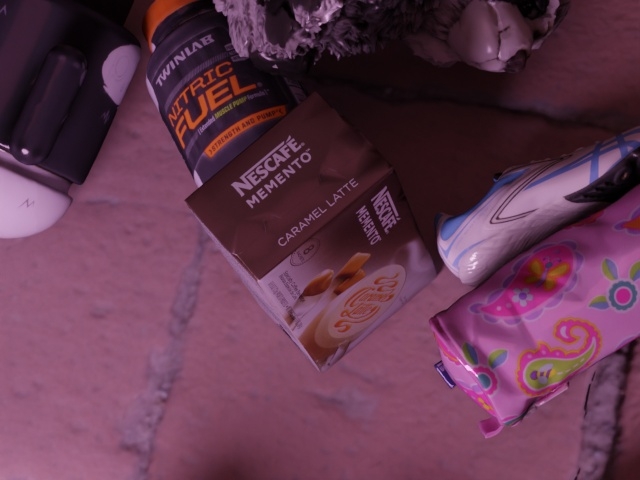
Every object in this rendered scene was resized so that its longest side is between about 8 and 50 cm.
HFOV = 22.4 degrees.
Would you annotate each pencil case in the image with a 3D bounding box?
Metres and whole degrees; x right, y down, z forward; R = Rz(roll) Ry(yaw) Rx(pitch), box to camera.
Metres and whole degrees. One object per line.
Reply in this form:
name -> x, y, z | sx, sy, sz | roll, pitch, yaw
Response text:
pencil case -> 0.227, 0.044, 1.348 | 0.284, 0.124, 0.124 | -33, 66, -1

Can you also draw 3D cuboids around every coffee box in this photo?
coffee box -> 0.000, 0.000, 1.340 | 0.141, 0.246, 0.098 | -40, 66, -6

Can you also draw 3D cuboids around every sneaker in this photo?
sneaker -> 0.206, -0.047, 1.406 | 0.237, 0.085, 0.086 | -29, 58, -4

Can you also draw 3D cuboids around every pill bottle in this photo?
pill bottle -> -0.077, -0.120, 1.470 | 0.130, 0.130, 0.246 | -29, 65, 0

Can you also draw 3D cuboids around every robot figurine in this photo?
robot figurine -> -0.273, -0.140, 1.482 | 0.173, 0.209, 0.278 | 24, 87, 13

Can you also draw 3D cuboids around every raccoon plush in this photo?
raccoon plush -> 0.055, -0.332, 1.413 | 0.299, 0.216, 0.446 | -11, 77, -30
